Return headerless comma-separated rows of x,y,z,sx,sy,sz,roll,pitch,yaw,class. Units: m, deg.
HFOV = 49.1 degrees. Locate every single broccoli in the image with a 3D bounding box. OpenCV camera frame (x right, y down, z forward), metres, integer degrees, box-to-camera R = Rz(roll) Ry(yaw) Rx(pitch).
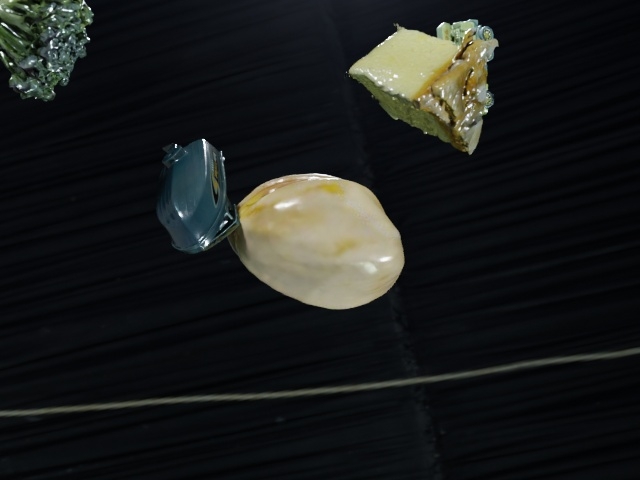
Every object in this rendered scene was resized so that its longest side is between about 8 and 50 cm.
-0.462,-0.301,0.924,0.145,0.304,0.165,-85,-162,-64,broccoli

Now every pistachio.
0.000,0.000,1.195,0.230,0.309,0.230,-171,-90,-74,pistachio

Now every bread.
0.122,-0.170,0.834,0.147,0.127,0.152,28,-31,34,bread

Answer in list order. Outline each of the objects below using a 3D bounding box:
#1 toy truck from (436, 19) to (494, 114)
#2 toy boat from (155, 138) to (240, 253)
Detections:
0.247,-0.307,1.246,0.077,0.100,0.169,7,-82,59,toy truck
-0.194,-0.060,1.104,0.122,0.114,0.296,48,11,-30,toy boat
